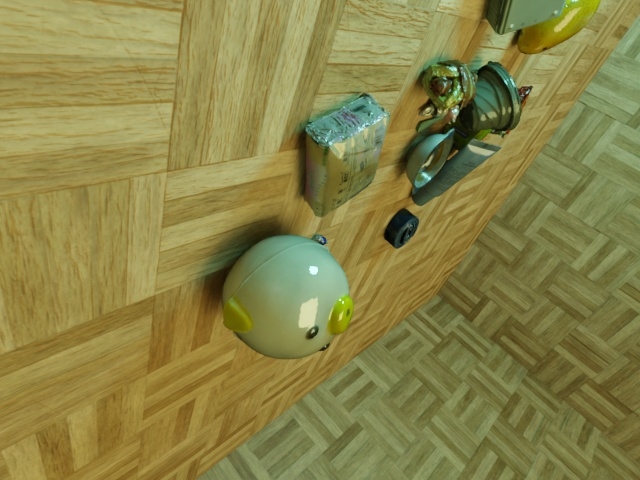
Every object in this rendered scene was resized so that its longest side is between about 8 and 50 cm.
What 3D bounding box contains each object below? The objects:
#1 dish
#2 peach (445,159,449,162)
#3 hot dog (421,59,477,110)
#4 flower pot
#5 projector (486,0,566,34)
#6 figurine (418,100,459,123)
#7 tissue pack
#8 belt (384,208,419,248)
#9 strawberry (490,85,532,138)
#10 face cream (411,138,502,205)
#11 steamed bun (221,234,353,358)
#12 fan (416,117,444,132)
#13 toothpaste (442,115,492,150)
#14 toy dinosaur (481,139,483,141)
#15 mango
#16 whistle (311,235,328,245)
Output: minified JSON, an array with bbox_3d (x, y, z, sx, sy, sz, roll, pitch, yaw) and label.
[{"bbox_3d":[0.361,-0.284,1.422,0.236,0.086,0.228,-51,157,6],"label":"dish"},{"bbox_3d":[0.503,-0.276,1.661,0.101,0.101,0.100,-37,154,-22],"label":"peach"},{"bbox_3d":[0.377,-0.442,1.152,0.213,0.146,0.103,-34,179,-37],"label":"hot dog"},{"bbox_3d":[0.533,-0.447,1.344,0.141,0.235,0.235,-23,154,0],"label":"flower pot"},{"bbox_3d":[0.553,-0.675,1.048,0.192,0.099,0.256,-17,154,3],"label":"projector"},{"bbox_3d":[0.387,-0.410,1.262,0.146,0.098,0.081,-46,168,-8],"label":"figurine"},{"bbox_3d":[0.060,-0.200,1.015,0.215,0.123,0.256,-34,152,-23],"label":"tissue pack"},{"bbox_3d":[0.350,-0.044,1.764,0.142,0.082,0.190,-28,148,-26],"label":"belt"},{"bbox_3d":[0.766,-0.543,1.689,0.174,0.098,0.228,-15,137,-52],"label":"strawberry"},{"bbox_3d":[0.481,-0.248,1.531,0.136,0.086,0.385,7,152,-24],"label":"face cream"},{"bbox_3d":[-0.084,0.151,1.078,0.334,0.334,0.374,-43,150,-10],"label":"steamed bun"},{"bbox_3d":[0.381,-0.401,1.367,0.193,0.016,0.038,-29,153,-33],"label":"fan"},{"bbox_3d":[0.600,-0.453,1.530,0.327,0.110,0.077,-39,156,-19],"label":"toothpaste"},{"bbox_3d":[0.606,-0.365,1.692,0.138,0.070,0.286,-63,154,6],"label":"toy dinosaur"},{"bbox_3d":[0.787,-0.746,1.361,0.290,0.159,0.191,-43,164,13],"label":"mango"},{"bbox_3d":[0.000,0.000,1.327,0.033,0.029,0.083,-17,160,24],"label":"whistle"}]
